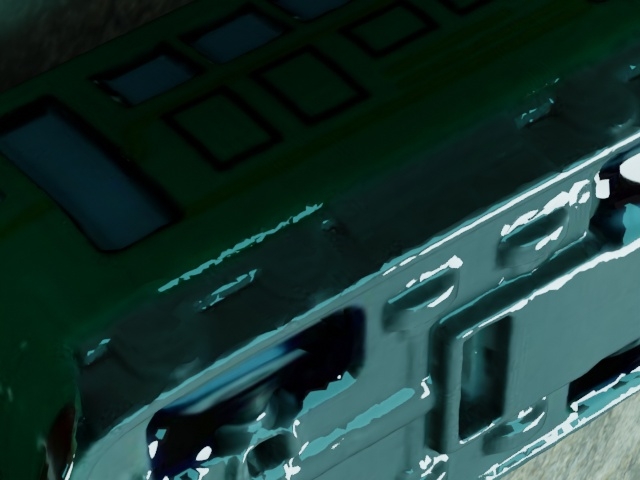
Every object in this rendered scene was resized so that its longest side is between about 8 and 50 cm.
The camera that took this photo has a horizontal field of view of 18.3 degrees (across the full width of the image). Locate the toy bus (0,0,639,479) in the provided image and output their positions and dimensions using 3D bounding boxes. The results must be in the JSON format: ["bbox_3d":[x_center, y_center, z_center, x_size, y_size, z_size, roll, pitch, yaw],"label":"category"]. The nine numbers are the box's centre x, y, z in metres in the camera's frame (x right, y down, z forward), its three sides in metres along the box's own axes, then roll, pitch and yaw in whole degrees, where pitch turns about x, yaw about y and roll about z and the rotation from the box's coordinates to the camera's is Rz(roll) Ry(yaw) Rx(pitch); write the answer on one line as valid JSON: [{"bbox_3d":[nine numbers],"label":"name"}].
[{"bbox_3d":[0.000,0.000,0.759,0.343,0.199,0.184,-28,143,-24],"label":"toy bus"}]
